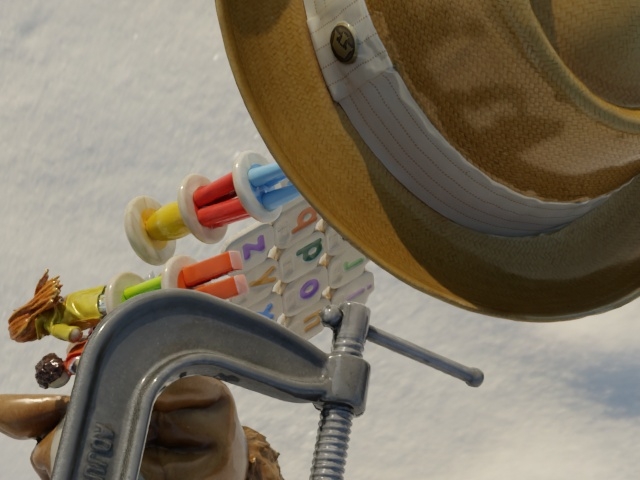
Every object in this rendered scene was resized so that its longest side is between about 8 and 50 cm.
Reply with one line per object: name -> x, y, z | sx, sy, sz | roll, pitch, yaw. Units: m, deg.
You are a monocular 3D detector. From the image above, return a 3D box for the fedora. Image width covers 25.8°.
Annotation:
fedora -> 0.064, -0.075, 0.409 | 0.194, 0.079, 0.194 | 8, 72, -25

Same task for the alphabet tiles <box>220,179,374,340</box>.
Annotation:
alphabet tiles -> 0.000, 0.000, 1.663 | 0.278, 0.284, 0.021 | -31, 49, -24

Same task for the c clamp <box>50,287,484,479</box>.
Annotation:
c clamp -> -0.016, 0.081, 0.413 | 0.137, 0.022, 0.160 | 28, 59, -22

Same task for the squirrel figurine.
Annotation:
squirrel figurine -> -0.184, 0.365, 1.528 | 0.397, 0.281, 0.370 | 35, 49, -49

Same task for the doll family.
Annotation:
doll family -> -0.242, 0.078, 1.470 | 0.163, 0.263, 0.118 | -17, 92, 1

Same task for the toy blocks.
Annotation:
toy blocks -> -0.069, 0.000, 0.945 | 0.054, 0.148, 0.123 | 43, 40, -38
